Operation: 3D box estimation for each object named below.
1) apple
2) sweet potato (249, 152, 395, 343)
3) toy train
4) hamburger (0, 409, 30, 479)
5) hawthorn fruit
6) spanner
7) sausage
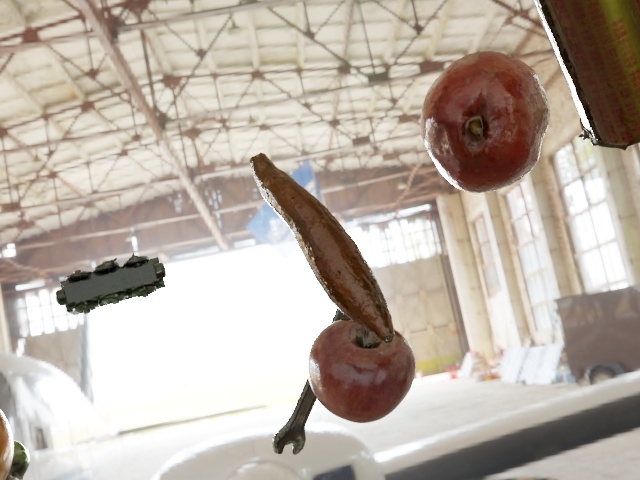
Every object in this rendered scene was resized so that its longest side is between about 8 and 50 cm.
[{"bbox_3d":[0.054,0.184,1.121,0.153,0.120,0.153,8,27,-4],"label":"apple"},{"bbox_3d":[0.001,-0.001,0.831,0.057,0.265,0.057,-27,-24,-14],"label":"sweet potato"},{"bbox_3d":[-0.325,0.070,1.256,0.170,0.071,0.111,-15,-6,-10],"label":"toy train"},{"bbox_3d":[-0.460,0.289,0.753,0.395,0.278,0.396,-2,20,1],"label":"hamburger"},{"bbox_3d":[0.328,-0.235,1.617,0.287,0.287,0.330,-14,9,18],"label":"hawthorn fruit"},{"bbox_3d":[0.004,0.191,1.233,0.071,0.302,0.017,27,-5,-42],"label":"spanner"},{"bbox_3d":[0.128,-0.207,0.452,0.082,0.082,0.371,-16,-47,27],"label":"sausage"}]
